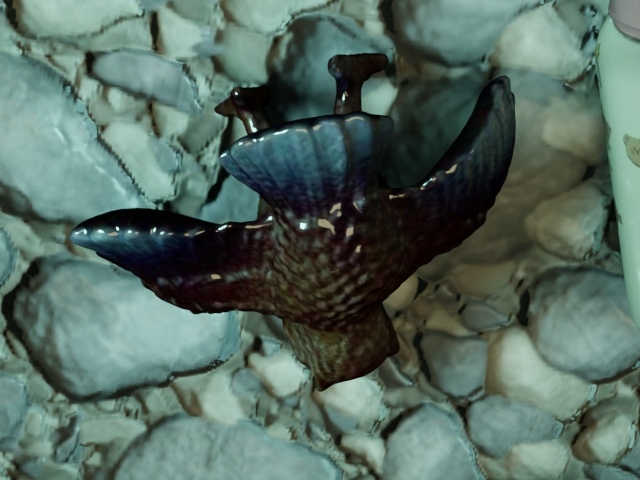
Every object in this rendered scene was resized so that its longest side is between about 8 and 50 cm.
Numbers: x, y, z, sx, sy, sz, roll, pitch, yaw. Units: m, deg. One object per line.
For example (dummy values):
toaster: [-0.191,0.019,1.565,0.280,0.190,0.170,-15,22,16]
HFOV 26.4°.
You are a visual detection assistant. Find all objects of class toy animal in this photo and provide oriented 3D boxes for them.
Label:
toy animal: [0.001,0.006,0.646,0.218,0.116,0.179,-18,117,-6]

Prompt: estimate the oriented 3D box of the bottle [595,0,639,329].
bottle: [0.186,-0.065,0.639,0.110,0.110,0.233,-14,117,-1]
